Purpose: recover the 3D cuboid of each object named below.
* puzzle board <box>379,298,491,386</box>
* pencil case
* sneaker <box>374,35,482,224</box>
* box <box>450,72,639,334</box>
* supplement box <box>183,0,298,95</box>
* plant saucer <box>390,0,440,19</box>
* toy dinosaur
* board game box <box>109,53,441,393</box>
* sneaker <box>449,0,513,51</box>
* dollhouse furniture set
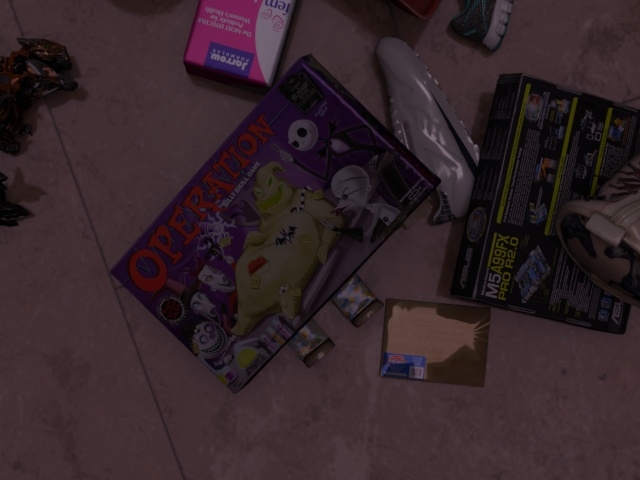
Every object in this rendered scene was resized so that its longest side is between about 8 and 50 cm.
[{"bbox_3d":[0.139,0.124,1.887,0.128,0.011,0.096,5,89,-1],"label":"puzzle board"},{"bbox_3d":[0.456,-0.088,1.777,0.410,0.183,0.160,-38,55,-16],"label":"pencil case"},{"bbox_3d":[0.120,-0.134,1.860,0.095,0.090,0.235,-31,88,7],"label":"sneaker"},{"bbox_3d":[0.285,-0.041,1.835,0.216,0.060,0.270,13,88,-22],"label":"box"},{"bbox_3d":[-0.081,-0.294,1.842,0.111,0.114,0.220,15,90,-2],"label":"supplement box"},{"bbox_3d":[0.066,-0.410,1.814,0.259,0.048,0.258,39,56,-14],"label":"plant saucer"},{"bbox_3d":[-0.437,-0.124,1.835,0.322,0.164,0.218,-27,74,16],"label":"toy dinosaur"},{"bbox_3d":[-0.055,-0.014,1.751,0.208,0.056,0.347,45,110,6],"label":"board game box"},{"bbox_3d":[0.202,-0.316,1.876,0.076,0.065,0.166,15,87,3],"label":"sneaker"},{"bbox_3d":[0.000,0.000,1.811,0.242,0.161,0.212,-41,90,-2],"label":"dollhouse furniture set"}]
